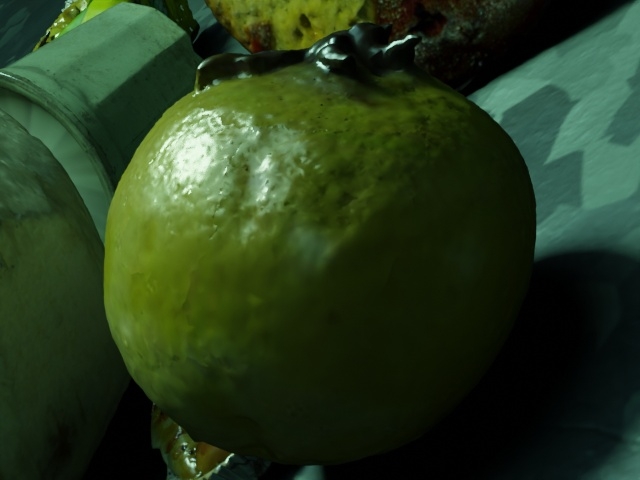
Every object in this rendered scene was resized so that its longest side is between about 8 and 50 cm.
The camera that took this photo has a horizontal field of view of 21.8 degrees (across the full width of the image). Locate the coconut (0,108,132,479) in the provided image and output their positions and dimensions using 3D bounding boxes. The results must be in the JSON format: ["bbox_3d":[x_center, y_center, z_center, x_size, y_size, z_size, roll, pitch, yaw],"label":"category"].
[{"bbox_3d":[-0.317,0.087,1.125,0.415,0.415,0.345,-29,36,28],"label":"coconut"}]

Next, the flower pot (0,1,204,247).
[{"bbox_3d":[-0.205,-0.099,1.483,0.212,0.212,0.202,-19,17,43],"label":"flower pot"}]

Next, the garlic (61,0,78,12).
[{"bbox_3d":[-0.260,-0.242,1.946,0.074,0.094,0.113,101,-177,-48],"label":"garlic"}]

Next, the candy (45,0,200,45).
[{"bbox_3d":[-0.210,-0.182,1.655,0.081,0.187,0.297,11,53,23],"label":"candy"}]

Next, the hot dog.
[{"bbox_3d":[-0.063,0.097,1.044,0.099,0.053,0.192,-40,20,15],"label":"hot dog"}]

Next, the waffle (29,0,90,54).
[{"bbox_3d":[-0.327,-0.149,1.811,0.293,0.069,0.260,-45,15,35],"label":"waffle"}]

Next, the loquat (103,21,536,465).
[{"bbox_3d":[0.000,0.000,0.886,0.244,0.244,0.244,-35,24,17],"label":"loquat"}]

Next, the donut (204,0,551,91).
[{"bbox_3d":[0.070,-0.177,1.230,0.295,0.151,0.112,-4,23,29],"label":"donut"}]
